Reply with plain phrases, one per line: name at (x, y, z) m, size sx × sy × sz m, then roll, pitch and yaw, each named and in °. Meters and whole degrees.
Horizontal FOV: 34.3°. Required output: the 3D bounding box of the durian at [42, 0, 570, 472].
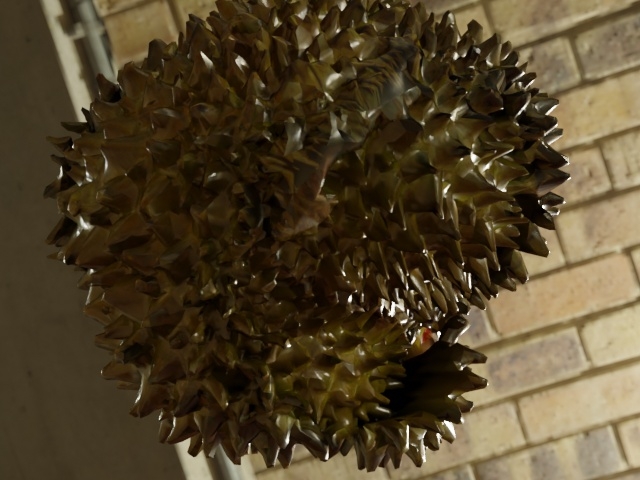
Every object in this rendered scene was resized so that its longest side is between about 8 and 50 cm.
durian at (0.001, -0.011, 0.549) m, size 0.293 × 0.258 × 0.258 m, roll 6°, pitch 165°, yaw -45°
